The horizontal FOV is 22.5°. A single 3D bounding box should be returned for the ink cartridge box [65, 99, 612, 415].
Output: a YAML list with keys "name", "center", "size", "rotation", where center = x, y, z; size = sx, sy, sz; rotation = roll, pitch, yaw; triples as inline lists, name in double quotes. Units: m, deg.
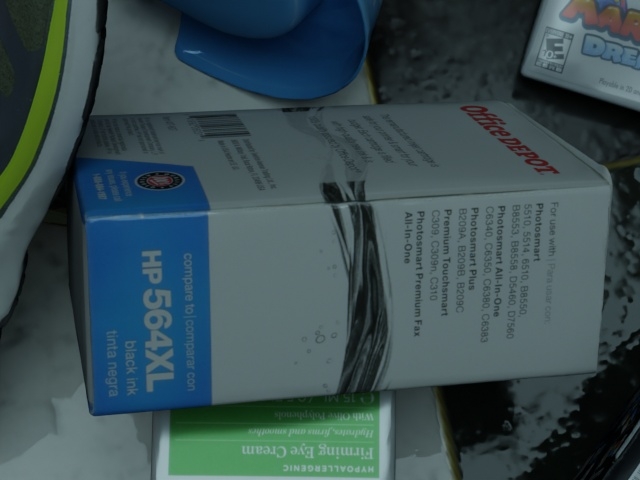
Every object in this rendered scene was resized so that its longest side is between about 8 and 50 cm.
- name: "ink cartridge box"
  center: [0.000, 0.000, 0.665]
  size: [0.203, 0.148, 0.086]
  rotation: [-3, 108, -11]

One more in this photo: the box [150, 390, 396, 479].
- name: "box"
  center: [-0.021, 0.103, 0.686]
  size: [0.101, 0.102, 0.087]
  rotation: [1, 78, -1]

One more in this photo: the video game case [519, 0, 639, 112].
- name: "video game case"
  center: [0.190, -0.124, 0.761]
  size: [0.157, 0.019, 0.143]
  rotation: [17, 97, 2]

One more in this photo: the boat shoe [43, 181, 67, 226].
- name: "boat shoe"
  center: [-0.082, -0.026, 0.744]
  size: [0.152, 0.049, 0.056]
  rotation: [4, 75, 0]

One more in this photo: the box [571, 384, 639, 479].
- name: "box"
  center: [0.148, 0.073, 0.634]
  size: [0.051, 0.220, 0.175]
  rotation: [35, 77, 10]

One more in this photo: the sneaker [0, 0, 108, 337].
- name: "sneaker"
  center: [-0.162, -0.048, 0.639]
  size: [0.121, 0.111, 0.300]
  rotation: [15, 116, -17]

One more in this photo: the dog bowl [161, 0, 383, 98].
- name: "dog bowl"
  center: [-0.092, -0.177, 0.731]
  size: [0.297, 0.166, 0.074]
  rotation: [30, 66, 7]
